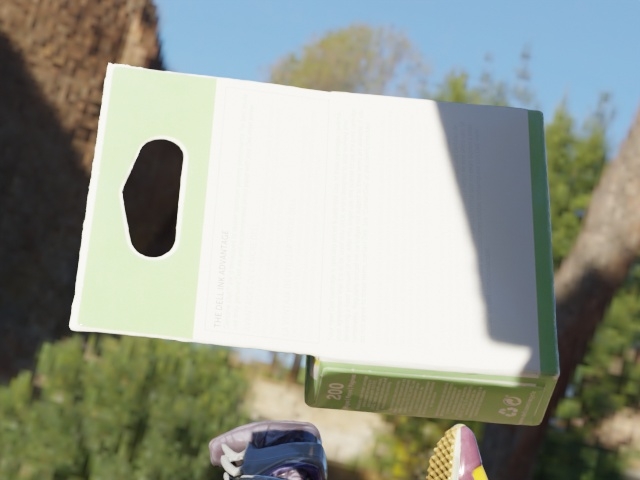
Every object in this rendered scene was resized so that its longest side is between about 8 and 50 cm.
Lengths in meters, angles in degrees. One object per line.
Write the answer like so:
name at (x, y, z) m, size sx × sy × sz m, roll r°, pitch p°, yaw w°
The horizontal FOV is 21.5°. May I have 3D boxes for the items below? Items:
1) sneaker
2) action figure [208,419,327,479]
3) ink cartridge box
sneaker at (0.145, 0.260, 1.528) m, size 0.083 × 0.186 × 0.069 m, roll 7°, pitch -20°, yaw -15°
action figure at (-0.020, 0.212, 1.031) m, size 0.099 × 0.185 × 0.285 m, roll -3°, pitch 15°, yaw -11°
ink cartridge box at (0.000, 0.000, 0.859) m, size 0.235 × 0.171 × 0.056 m, roll 5°, pitch -35°, yaw -3°
